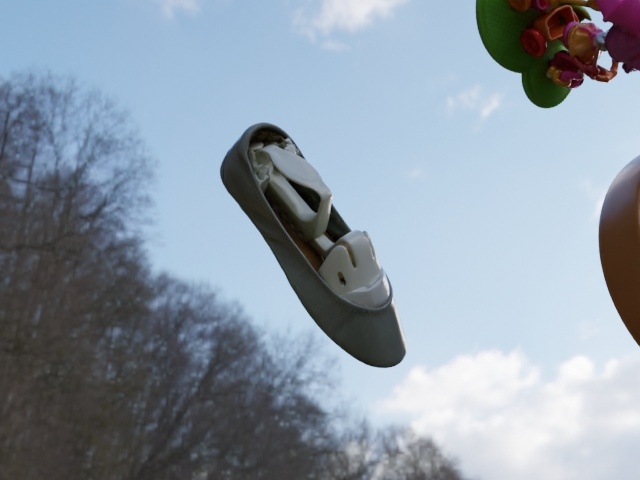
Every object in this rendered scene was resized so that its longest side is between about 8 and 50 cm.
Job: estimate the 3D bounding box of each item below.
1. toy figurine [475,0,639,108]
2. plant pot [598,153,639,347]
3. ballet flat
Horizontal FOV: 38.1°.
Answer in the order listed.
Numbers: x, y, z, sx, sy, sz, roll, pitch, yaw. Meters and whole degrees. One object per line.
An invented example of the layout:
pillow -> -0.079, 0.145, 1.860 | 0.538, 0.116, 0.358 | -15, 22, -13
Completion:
toy figurine -> 0.248, -0.194, 0.848 | 0.159, 0.130, 0.173 | 22, -39, 57
plant pot -> 0.436, -0.005, 0.844 | 0.291, 0.291, 0.203 | 11, -26, -16
ballet flat -> 0.000, 0.000, 0.695 | 0.072, 0.213, 0.068 | -26, -19, -41
